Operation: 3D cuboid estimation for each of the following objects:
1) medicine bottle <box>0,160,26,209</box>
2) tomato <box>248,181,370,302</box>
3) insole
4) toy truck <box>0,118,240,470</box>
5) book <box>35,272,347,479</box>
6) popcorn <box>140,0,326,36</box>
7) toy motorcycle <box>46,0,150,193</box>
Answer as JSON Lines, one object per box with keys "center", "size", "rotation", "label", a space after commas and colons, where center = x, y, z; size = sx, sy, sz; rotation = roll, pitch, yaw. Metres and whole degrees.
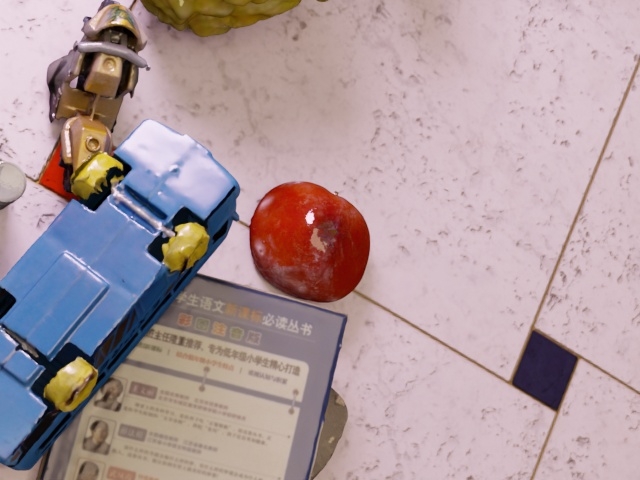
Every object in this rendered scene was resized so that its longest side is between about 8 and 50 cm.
{"center": [-0.351, -0.057, 1.500], "size": [0.047, 0.083, 0.047], "rotation": [4, 82, -26], "label": "medicine bottle"}
{"center": [0.000, 0.000, 1.659], "size": [0.159, 0.091, 0.139], "rotation": [35, 71, -20], "label": "tomato"}
{"center": [-0.052, 0.276, 1.643], "size": [0.081, 0.011, 0.248], "rotation": [46, 68, -11], "label": "insole"}
{"center": [-0.248, 0.055, 1.461], "size": [0.161, 0.162, 0.385], "rotation": [36, 75, 8], "label": "toy truck"}
{"center": [-0.156, 0.247, 1.545], "size": [0.300, 0.039, 0.428], "rotation": [16, 75, -9], "label": "book"}
{"center": [-0.104, -0.356, 1.584], "size": [0.250, 0.242, 0.235], "rotation": [-27, 104, -13], "label": "popcorn"}
{"center": [-0.250, -0.168, 1.537], "size": [0.094, 0.130, 0.229], "rotation": [14, 78, -25], "label": "toy motorcycle"}
